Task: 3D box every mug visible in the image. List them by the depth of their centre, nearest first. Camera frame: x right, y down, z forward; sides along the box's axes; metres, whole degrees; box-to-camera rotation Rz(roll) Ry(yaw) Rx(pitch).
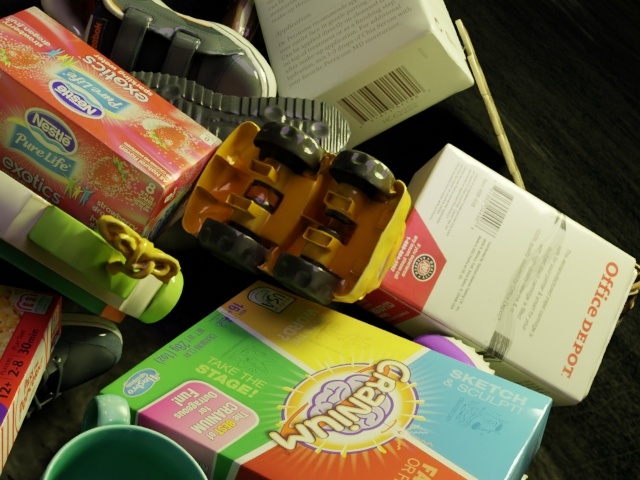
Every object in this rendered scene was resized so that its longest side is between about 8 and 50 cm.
[{"bbox_3d":[-0.149,0.207,0.626,0.129,0.097,0.158,31,35,-5],"label":"mug"}]

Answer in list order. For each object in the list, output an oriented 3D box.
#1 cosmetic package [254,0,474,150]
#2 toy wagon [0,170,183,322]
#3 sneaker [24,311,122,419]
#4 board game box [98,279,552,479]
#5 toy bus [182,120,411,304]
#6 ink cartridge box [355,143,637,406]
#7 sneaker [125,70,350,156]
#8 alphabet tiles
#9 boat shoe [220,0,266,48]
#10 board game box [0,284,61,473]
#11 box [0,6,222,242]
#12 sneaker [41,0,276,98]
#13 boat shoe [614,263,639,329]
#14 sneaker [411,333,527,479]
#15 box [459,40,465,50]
[{"bbox_3d":[0.030,-0.381,1.226,0.161,0.230,0.453,30,40,-56],"label":"cosmetic package"},{"bbox_3d":[-0.230,-0.017,0.671,0.344,0.068,0.267,24,-12,49],"label":"toy wagon"},{"bbox_3d":[-0.233,0.141,0.631,0.226,0.086,0.163,-11,44,-34],"label":"sneaker"},{"bbox_3d":[0.010,0.158,0.734,0.316,0.064,0.242,20,30,23],"label":"board game box"},{"bbox_3d":[0.000,0.000,0.897,0.220,0.149,0.211,23,-14,31],"label":"toy bus"},{"bbox_3d":[0.205,0.048,1.005,0.272,0.114,0.197,31,71,-5],"label":"ink cartridge box"},{"bbox_3d":[-0.129,-0.111,1.018,0.318,0.131,0.112,12,58,2],"label":"sneaker"},{"bbox_3d":[0.266,-0.195,1.309,0.342,0.011,0.285,-38,107,-75],"label":"alphabet tiles"},{"bbox_3d":[-0.093,-0.336,1.299,0.095,0.095,0.257,30,35,-17],"label":"boat shoe"},{"bbox_3d":[-0.292,0.081,0.577,0.193,0.045,0.147,10,34,-6],"label":"board game box"},{"bbox_3d":[-0.252,-0.111,0.885,0.256,0.123,0.128,36,35,1],"label":"box"},{"bbox_3d":[-0.212,-0.237,1.065,0.321,0.126,0.127,33,30,16],"label":"sneaker"},{"bbox_3d":[0.315,0.045,1.164,0.323,0.120,0.123,8,43,-32],"label":"boat shoe"},{"bbox_3d":[0.110,0.206,0.831,0.146,0.102,0.293,12,42,-27],"label":"sneaker"},{"bbox_3d":[0.159,-0.282,1.408,0.072,0.126,0.137,41,35,11],"label":"box"}]
